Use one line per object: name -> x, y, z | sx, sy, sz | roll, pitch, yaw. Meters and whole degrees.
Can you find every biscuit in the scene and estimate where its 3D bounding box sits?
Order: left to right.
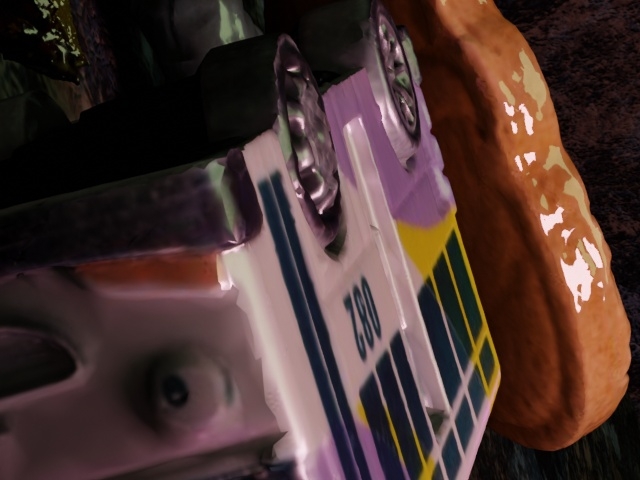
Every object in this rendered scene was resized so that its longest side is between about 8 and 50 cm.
biscuit -> 0.075, -0.059, 1.413 | 0.455, 0.078, 0.350 | 63, -23, 0

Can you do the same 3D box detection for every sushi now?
sushi -> -0.150, -0.115, 0.965 | 0.099, 0.050, 0.047 | 47, 17, -23

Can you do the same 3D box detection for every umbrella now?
umbrella -> -0.061, -0.067, 1.188 | 0.143, 0.094, 0.349 | -10, 78, -58

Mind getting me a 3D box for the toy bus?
toy bus -> -0.059, 0.053, 0.823 | 0.440, 0.209, 0.249 | -48, 122, -76
